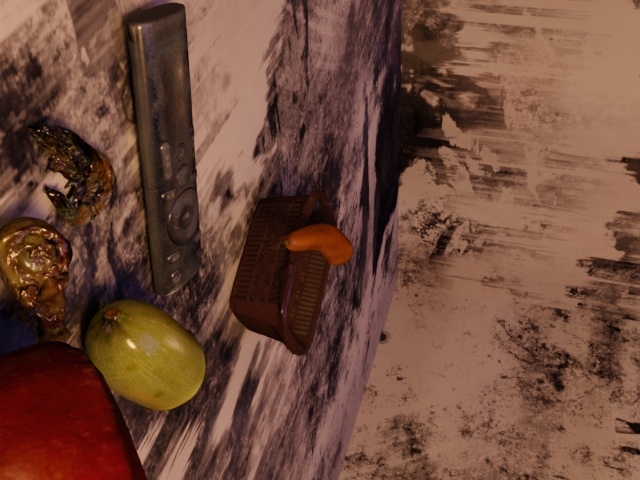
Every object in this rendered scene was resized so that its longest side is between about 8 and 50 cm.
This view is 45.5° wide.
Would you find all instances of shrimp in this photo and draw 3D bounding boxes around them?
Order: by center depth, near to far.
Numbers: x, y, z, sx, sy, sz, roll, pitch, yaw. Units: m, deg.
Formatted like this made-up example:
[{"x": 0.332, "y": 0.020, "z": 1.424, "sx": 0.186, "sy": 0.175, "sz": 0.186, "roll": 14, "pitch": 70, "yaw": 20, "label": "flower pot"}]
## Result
[{"x": -0.260, "y": -0.067, "z": 0.809, "sx": 0.161, "sy": 0.034, "sz": 0.091, "roll": 63, "pitch": 39, "yaw": -68, "label": "shrimp"}]

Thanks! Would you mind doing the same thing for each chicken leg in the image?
[{"x": -0.278, "y": 0.053, "z": 0.760, "sx": 0.178, "sy": 0.070, "sz": 0.093, "roll": 101, "pitch": -18, "yaw": -48, "label": "chicken leg"}]

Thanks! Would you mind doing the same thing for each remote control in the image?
[{"x": -0.197, "y": -0.107, "z": 0.995, "sx": 0.107, "sy": 0.044, "sz": 0.378, "roll": -46, "pitch": 144, "yaw": -50, "label": "remote control"}]

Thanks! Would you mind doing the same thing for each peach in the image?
[{"x": -0.248, "y": 0.214, "z": 0.625, "sx": 0.245, "sy": 0.248, "sz": 0.275, "roll": 19, "pitch": 40, "yaw": -44, "label": "peach"}]

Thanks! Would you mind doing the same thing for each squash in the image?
[{"x": -0.218, "y": 0.132, "z": 0.931, "sx": 0.187, "sy": 0.123, "sz": 0.123, "roll": 71, "pitch": 31, "yaw": -64, "label": "squash"}]

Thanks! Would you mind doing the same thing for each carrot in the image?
[{"x": 0.000, "y": 0.000, "z": 1.346, "sx": 0.062, "sy": 0.066, "sz": 0.271, "roll": 57, "pitch": 10, "yaw": 20, "label": "carrot"}]

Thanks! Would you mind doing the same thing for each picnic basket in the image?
[{"x": -0.072, "y": 0.054, "z": 1.438, "sx": 0.222, "sy": 0.129, "sz": 0.297, "roll": 66, "pitch": 35, "yaw": -63, "label": "picnic basket"}]
